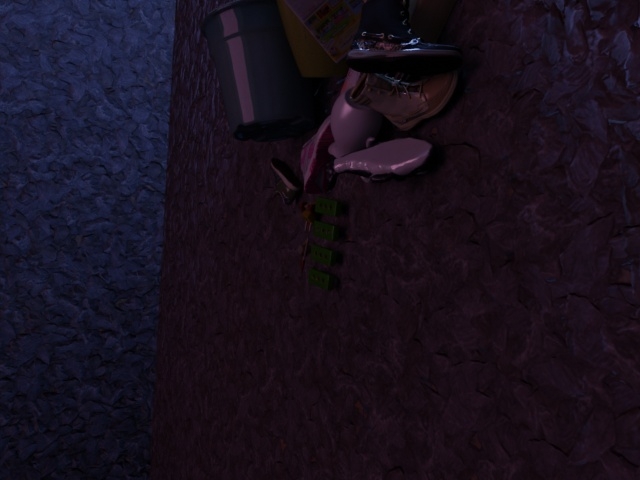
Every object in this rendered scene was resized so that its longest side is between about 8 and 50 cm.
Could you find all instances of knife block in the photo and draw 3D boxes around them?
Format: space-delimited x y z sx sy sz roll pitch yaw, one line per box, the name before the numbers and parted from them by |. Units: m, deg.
knife block | 0.201 -0.439 1.360 0.276 0.088 0.241 -9 80 60

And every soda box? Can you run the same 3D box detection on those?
soda box | 0.113 -0.436 1.547 0.063 0.058 0.183 57 136 47

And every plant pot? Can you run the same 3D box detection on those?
plant pot | -0.159 -0.483 1.799 0.341 0.341 0.333 -17 81 59
plant pot | 0.010 -0.576 1.574 0.275 0.275 0.293 30 126 58

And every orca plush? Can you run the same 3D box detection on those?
orca plush | 0.148 -0.155 1.400 0.287 0.102 0.151 -16 43 29

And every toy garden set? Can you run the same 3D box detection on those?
toy garden set | 0.000 0.000 1.722 0.204 0.049 0.244 17 103 58

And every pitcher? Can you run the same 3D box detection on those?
pitcher | 0.097 -0.255 1.493 0.177 0.126 0.207 53 154 25

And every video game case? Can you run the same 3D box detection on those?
video game case | 0.058 -0.572 1.434 0.227 0.206 0.026 -38 22 15

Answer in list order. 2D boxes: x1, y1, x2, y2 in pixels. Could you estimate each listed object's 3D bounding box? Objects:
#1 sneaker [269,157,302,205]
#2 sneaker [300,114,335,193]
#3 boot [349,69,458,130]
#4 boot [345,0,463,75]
sneaker | -0.125 -0.184 1.940 0.192 0.064 0.086 53 127 45
sneaker | 0.000 -0.254 1.686 0.252 0.103 0.111 -62 39 36
boot | 0.175 -0.325 1.307 0.213 0.165 0.077 -30 42 58
boot | 0.177 -0.432 1.238 0.237 0.085 0.178 6 78 19
